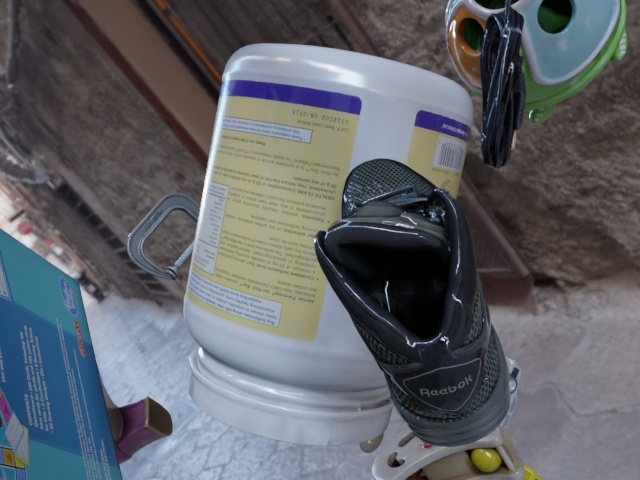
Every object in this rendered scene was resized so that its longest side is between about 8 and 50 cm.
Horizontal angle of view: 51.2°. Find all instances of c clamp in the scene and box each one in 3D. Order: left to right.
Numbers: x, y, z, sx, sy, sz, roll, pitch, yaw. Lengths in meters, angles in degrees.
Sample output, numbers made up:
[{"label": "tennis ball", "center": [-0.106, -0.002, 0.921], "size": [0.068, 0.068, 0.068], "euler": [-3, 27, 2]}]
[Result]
[{"label": "c clamp", "center": [-0.211, -0.001, 1.030], "size": [0.160, 0.137, 0.022], "euler": [-48, 15, -28]}]

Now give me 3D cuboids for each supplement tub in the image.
[{"label": "supplement tub", "center": [0.000, 0.000, 0.650], "size": [0.241, 0.241, 0.331], "euler": [-141, 62, -77]}]

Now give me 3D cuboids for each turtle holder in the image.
[{"label": "turtle holder", "center": [0.330, -0.345, 0.963], "size": [0.320, 0.243, 0.227], "euler": [-26, -27, 23]}]

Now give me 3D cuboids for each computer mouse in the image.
[{"label": "computer mouse", "center": [0.107, -0.153, 0.328], "size": [0.041, 0.242, 0.071], "euler": [2, 25, 5]}]

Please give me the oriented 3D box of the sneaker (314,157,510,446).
[{"label": "sneaker", "center": [0.049, -0.005, 0.407], "size": [0.087, 0.130, 0.227], "euler": [-16, 41, 9]}]

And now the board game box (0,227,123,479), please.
[{"label": "board game box", "center": [-0.248, 0.068, 0.383], "size": [0.079, 0.336, 0.253], "euler": [-29, 56, 3]}]

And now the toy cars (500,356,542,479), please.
[{"label": "toy cars", "center": [0.322, 0.390, 1.200], "size": [0.176, 0.087, 0.393], "euler": [-37, 35, 36]}]

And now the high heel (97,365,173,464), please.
[{"label": "high heel", "center": [-0.416, 0.260, 1.066], "size": [0.181, 0.377, 0.127], "euler": [-26, 38, 13]}]

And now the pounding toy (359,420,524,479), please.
[{"label": "pounding toy", "center": [0.149, 0.303, 0.996], "size": [0.270, 0.154, 0.154], "euler": [-23, 17, 36]}]
